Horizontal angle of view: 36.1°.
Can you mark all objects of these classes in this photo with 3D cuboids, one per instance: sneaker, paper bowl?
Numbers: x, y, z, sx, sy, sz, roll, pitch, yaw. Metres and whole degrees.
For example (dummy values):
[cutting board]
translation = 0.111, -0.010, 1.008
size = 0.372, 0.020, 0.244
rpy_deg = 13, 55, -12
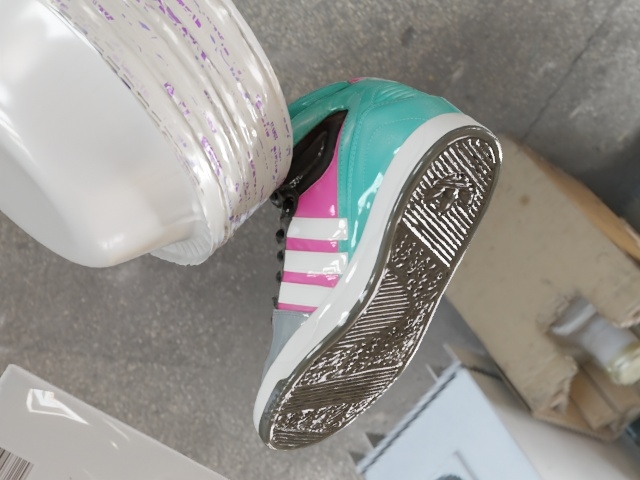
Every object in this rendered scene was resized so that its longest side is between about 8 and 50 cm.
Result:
[sneaker]
translation = 0.000, 0.000, 0.747
size = 0.123, 0.178, 0.296
rpy_deg = 9, 119, -40
[paper bowl]
translation = -0.168, -0.095, 0.667
size = 0.148, 0.284, 0.284
rpy_deg = -48, 142, -22

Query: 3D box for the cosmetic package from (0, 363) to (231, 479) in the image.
[cosmetic package]
translation = -0.047, 0.145, 0.426
size = 0.239, 0.060, 0.099
rpy_deg = 30, 145, -8
